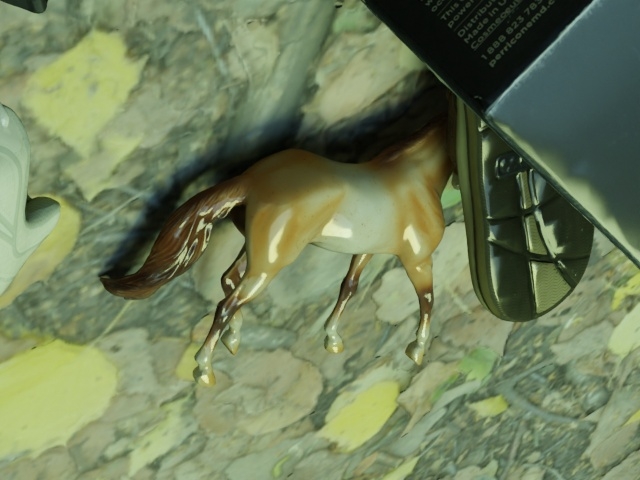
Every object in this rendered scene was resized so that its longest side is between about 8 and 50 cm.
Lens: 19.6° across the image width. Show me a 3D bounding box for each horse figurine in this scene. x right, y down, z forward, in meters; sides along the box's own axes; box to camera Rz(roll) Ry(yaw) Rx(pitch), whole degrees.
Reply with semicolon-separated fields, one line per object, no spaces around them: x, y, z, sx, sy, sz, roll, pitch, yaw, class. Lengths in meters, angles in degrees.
0.000;0.000;1.151;0.263;0.066;0.174;-1;118;-36;horse figurine

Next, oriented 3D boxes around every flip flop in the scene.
0.121;-0.083;1.150;0.112;0.080;0.277;-15;119;-23;flip flop

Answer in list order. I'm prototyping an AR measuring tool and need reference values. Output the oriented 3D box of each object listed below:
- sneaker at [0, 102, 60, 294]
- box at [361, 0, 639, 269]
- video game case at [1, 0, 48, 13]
-0.209;-0.047;0.881;0.118;0.110;0.292;-42;155;-12;sneaker
0.170;-0.097;0.918;0.179;0.312;0.343;-45;126;7;box
-0.078;-0.237;0.644;0.275;0.035;0.248;99;12;-77;video game case
